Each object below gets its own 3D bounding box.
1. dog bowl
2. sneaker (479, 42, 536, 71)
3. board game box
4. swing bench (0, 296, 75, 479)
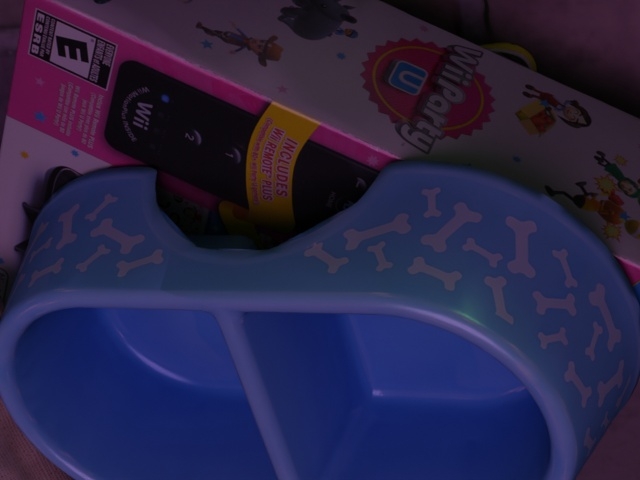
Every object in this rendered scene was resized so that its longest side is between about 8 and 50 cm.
[{"bbox_3d":[-0.013,0.054,0.657,0.297,0.074,0.166,0,128,24],"label":"dog bowl"},{"bbox_3d":[0.060,-0.079,0.715,0.083,0.035,0.031,-2,117,16],"label":"sneaker"},{"bbox_3d":[0.000,0.000,0.722,0.303,0.097,0.224,23,135,2],"label":"board game box"},{"bbox_3d":[-0.238,0.158,0.803,0.254,0.165,0.253,6,125,50],"label":"swing bench"}]
